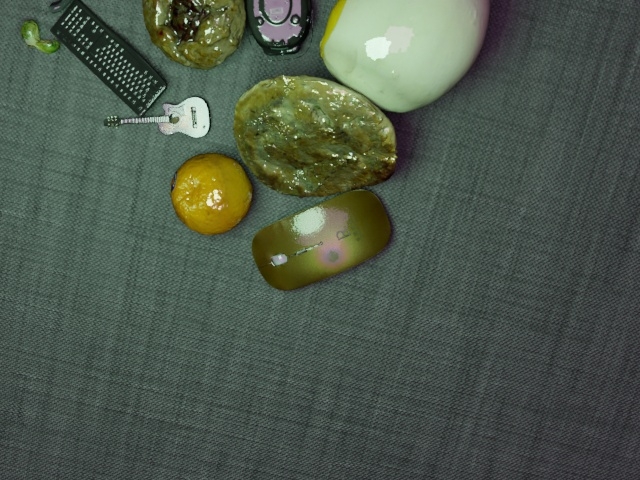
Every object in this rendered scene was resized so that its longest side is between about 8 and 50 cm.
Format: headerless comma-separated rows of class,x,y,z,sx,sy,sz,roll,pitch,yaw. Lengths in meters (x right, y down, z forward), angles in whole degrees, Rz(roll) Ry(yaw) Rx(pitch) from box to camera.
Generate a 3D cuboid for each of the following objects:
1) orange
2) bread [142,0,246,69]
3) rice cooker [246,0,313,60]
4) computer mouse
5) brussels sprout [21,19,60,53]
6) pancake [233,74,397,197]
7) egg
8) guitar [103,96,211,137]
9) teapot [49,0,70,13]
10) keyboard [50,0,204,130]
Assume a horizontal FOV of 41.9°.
orange,-0.230,-0.098,1.770,0.178,0.155,0.177,-11,69,32
bread,-0.259,-0.460,1.680,0.230,0.123,0.230,6,105,25
rice cooker,-0.085,-0.470,1.705,0.142,0.118,0.203,-6,99,2
computer mouse,0.000,0.000,1.835,0.310,0.072,0.158,-22,99,7
brussels sprout,-0.594,-0.424,1.762,0.083,0.046,0.051,41,119,-10
pancake,-0.013,-0.207,1.700,0.356,0.065,0.356,11,147,7
egg,0.174,-0.408,1.634,0.345,0.283,0.283,-37,99,4
guitar,-0.352,-0.261,1.805,0.233,0.025,0.088,-3,102,3
teapot,-0.543,-0.620,1.636,0.285,0.223,0.305,-16,98,-3
keyboard,-0.407,-0.347,1.762,0.381,0.041,0.103,42,100,-3
